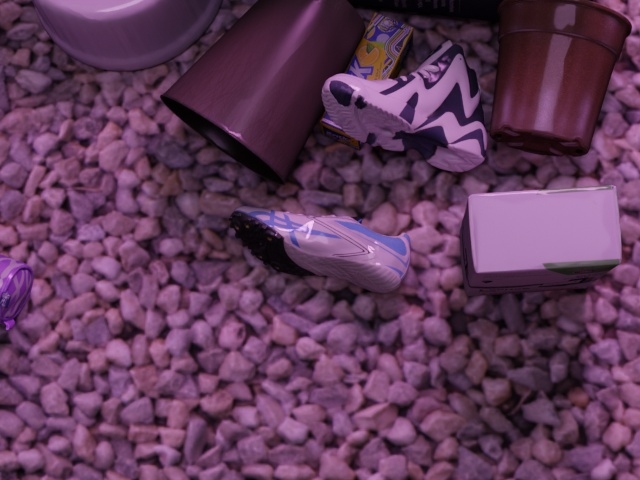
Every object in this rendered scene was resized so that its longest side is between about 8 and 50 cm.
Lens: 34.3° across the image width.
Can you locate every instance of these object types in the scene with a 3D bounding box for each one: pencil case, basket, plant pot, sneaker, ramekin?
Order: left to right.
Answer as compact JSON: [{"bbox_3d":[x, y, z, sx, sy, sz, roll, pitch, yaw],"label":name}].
[{"bbox_3d":[-0.471,0.043,1.334,0.206,0.086,0.088,20,103,11],"label":"pencil case"},{"bbox_3d":[-0.272,-0.381,1.386,0.277,0.135,0.277,-1,76,5],"label":"ramekin"},{"bbox_3d":[-0.057,-0.214,1.312,0.204,0.154,0.227,34,83,26],"label":"basket"},{"bbox_3d":[0.000,0.000,1.307,0.237,0.085,0.086,16,53,12],"label":"sneaker"},{"bbox_3d":[0.113,-0.195,1.301,0.235,0.094,0.153,17,66,-19],"label":"sneaker"},{"bbox_3d":[0.288,-0.197,1.288,0.167,0.167,0.165,11,86,8],"label":"plant pot"}]

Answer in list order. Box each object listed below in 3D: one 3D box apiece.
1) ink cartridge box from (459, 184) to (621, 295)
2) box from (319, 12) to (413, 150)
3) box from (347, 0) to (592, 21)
[{"bbox_3d":[0.248,0.005,1.207,0.160,0.219,0.093,-4,80,5],"label":"ink cartridge box"},{"bbox_3d":[0.062,-0.208,1.357,0.059,0.054,0.169,25,81,10],"label":"box"},{"bbox_3d":[0.144,-0.561,1.307,0.471,0.297,0.480,9,78,10],"label":"box"}]
